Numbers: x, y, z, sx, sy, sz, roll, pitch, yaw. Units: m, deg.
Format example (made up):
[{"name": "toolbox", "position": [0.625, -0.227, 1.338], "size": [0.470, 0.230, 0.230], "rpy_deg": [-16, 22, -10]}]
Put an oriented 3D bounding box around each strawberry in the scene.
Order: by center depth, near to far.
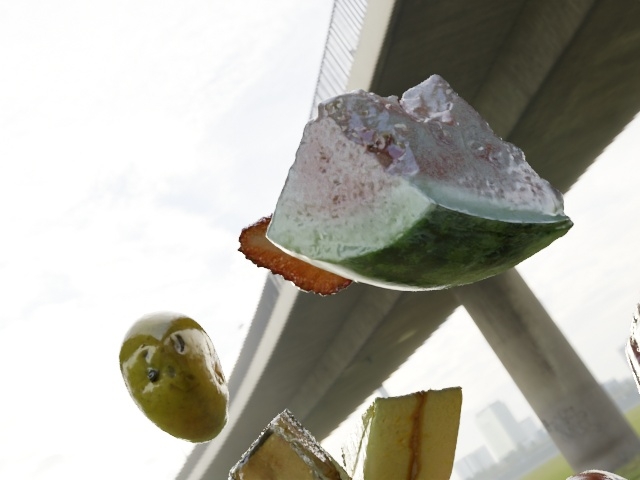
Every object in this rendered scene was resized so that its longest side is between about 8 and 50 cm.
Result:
[{"name": "strawberry", "position": [0.000, 0.000, 1.490], "size": [0.106, 0.286, 0.188], "rpy_deg": [-75, -4, -59]}]

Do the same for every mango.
[{"name": "mango", "position": [-0.302, 0.302, 1.760], "size": [0.182, 0.253, 0.365], "rpy_deg": [-16, -42, 3]}]

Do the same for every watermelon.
[{"name": "watermelon", "position": [0.092, -0.053, 0.877], "size": [0.310, 0.231, 0.193], "rpy_deg": [3, 16, 42]}]

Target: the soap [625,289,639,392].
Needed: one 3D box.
[{"name": "soap", "position": [0.390, 0.164, 0.817], "size": [0.098, 0.273, 0.217], "rpy_deg": [-11, -40, 5]}]

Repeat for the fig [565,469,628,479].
[{"name": "fig", "position": [0.384, 0.411, 1.097], "size": [0.205, 0.205, 0.205], "rpy_deg": [-28, -20, -11]}]

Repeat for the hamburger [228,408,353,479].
[{"name": "hamburger", "position": [-0.034, 0.397, 1.341], "size": [0.155, 0.208, 0.135], "rpy_deg": [-55, -7, 11]}]

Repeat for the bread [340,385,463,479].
[{"name": "bread", "position": [0.143, 0.357, 1.332], "size": [0.168, 0.163, 0.264], "rpy_deg": [-7, -27, -12]}]
